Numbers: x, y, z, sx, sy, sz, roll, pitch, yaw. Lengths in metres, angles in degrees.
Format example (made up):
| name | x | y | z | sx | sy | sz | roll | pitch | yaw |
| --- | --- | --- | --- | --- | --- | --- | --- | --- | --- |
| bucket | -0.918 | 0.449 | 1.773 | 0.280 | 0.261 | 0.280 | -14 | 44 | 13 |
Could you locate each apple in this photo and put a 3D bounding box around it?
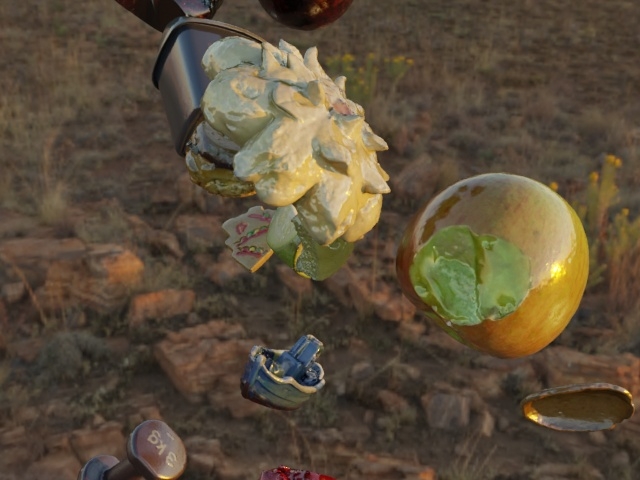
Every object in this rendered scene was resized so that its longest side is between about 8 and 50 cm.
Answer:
| name | x | y | z | sx | sy | sz | roll | pitch | yaw |
| --- | --- | --- | --- | --- | --- | --- | --- | --- | --- |
| apple | 0.309 | 0.038 | 1.437 | 0.340 | 0.339 | 0.339 | 1 | 26 | 0 |

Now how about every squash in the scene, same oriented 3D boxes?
| name | x | y | z | sx | sy | sz | roll | pitch | yaw |
| --- | --- | --- | --- | --- | --- | --- | --- | --- | --- |
| squash | -0.086 | -0.024 | 1.950 | 0.203 | 0.111 | 0.288 | 24 | 17 | -51 |

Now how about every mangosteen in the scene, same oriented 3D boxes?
| name | x | y | z | sx | sy | sz | roll | pitch | yaw |
| --- | --- | --- | --- | --- | --- | --- | --- | --- | --- |
| mangosteen | -0.011 | -0.532 | 1.591 | 0.236 | 0.235 | 0.261 | 19 | 16 | 31 |

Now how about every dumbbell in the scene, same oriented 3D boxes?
| name | x | y | z | sx | sy | sz | roll | pitch | yaw |
| --- | --- | --- | --- | --- | --- | --- | --- | --- | --- |
| dumbbell | -0.397 | 0.481 | 1.689 | 0.140 | 0.225 | 0.124 | 49 | 28 | -5 |

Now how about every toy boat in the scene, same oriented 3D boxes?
| name | x | y | z | sx | sy | sz | roll | pitch | yaw |
| --- | --- | --- | --- | --- | --- | --- | --- | --- | --- |
| toy boat | -0.062 | 0.245 | 1.556 | 0.129 | 0.142 | 0.309 | 36 | 3 | 23 |

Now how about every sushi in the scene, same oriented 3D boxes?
| name | x | y | z | sx | sy | sz | roll | pitch | yaw |
| --- | --- | --- | --- | --- | --- | --- | --- | --- | --- |
| sushi | -0.309 | -0.502 | 1.604 | 0.225 | 0.136 | 0.126 | 35 | 51 | -1 |

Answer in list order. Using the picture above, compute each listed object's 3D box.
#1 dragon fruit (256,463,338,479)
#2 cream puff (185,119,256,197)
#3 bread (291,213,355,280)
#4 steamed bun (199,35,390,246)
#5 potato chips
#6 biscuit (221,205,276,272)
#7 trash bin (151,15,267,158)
| name | x | y | z | sx | sy | sz | roll | pitch | yaw |
| --- | --- | --- | --- | --- | --- | --- | --- | --- | --- |
| dragon fruit | -0.038 | 0.485 | 1.149 | 0.269 | 0.250 | 0.291 | -23 | 41 | 43 |
| cream puff | -0.123 | -0.112 | 1.119 | 0.133 | 0.104 | 0.119 | 38 | 41 | 19 |
| bread | 0.009 | -0.001 | 1.639 | 0.125 | 0.156 | 0.086 | -18 | 30 | -21 |
| steamed bun | -0.014 | -0.141 | 0.963 | 0.292 | 0.137 | 0.295 | 52 | 19 | 8 |
| potato chips | 0.472 | 0.300 | 1.484 | 0.202 | 0.150 | 0.049 | -4 | 49 | 14 |
| biscuit | -0.197 | -0.009 | 2.366 | 0.212 | 0.041 | 0.238 | -8 | 49 | 12 |
| trash bin | -0.187 | -0.277 | 1.467 | 0.209 | 0.182 | 0.290 | 11 | 44 | -31 |
